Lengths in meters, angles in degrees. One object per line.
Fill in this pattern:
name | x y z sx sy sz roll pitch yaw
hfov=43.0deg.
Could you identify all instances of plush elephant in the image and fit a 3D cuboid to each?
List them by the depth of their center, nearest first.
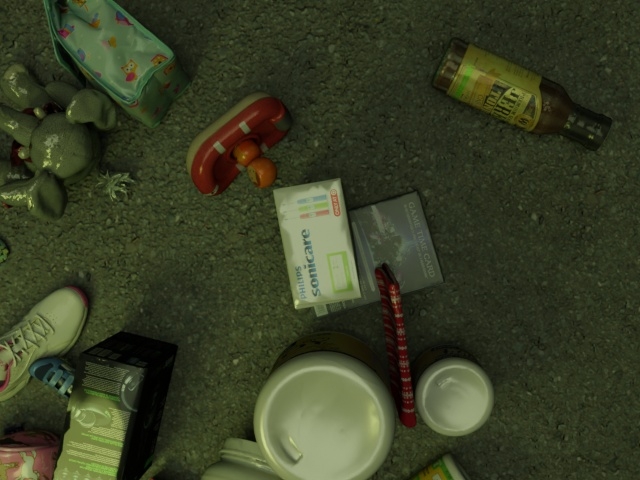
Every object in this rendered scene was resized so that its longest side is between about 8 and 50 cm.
plush elephant | -0.511 -0.183 1.519 0.330 0.255 0.271 25 81 -3

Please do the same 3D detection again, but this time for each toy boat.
toy boat | -0.140 -0.162 1.558 0.231 0.151 0.151 -38 71 5

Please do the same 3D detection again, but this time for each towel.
towel | 0.140 0.194 1.533 0.031 0.199 0.274 -8 100 -1

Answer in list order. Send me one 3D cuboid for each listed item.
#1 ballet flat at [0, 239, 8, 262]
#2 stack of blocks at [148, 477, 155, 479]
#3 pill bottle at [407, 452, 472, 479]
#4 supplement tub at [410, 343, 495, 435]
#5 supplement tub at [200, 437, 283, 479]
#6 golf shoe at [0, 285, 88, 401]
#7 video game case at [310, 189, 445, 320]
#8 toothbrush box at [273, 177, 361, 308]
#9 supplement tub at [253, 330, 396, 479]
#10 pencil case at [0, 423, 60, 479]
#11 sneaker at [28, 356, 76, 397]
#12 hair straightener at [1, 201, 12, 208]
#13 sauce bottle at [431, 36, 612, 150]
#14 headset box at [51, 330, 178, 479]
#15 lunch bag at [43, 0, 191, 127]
ballet flat | -0.729 -0.003 1.648 0.188 0.070 0.070 23 94 1
stack of blocks | -0.349 0.641 1.592 0.171 0.087 0.297 33 69 1
pill bottle | 0.192 0.541 1.594 0.246 0.136 0.136 -36 91 4
supplement tub | 0.246 0.277 1.546 0.144 0.199 0.144 0 93 2
supplement tub | -0.145 0.553 1.523 0.228 0.228 0.316 19 66 2
golf shoe | -0.586 0.215 1.616 0.115 0.140 0.306 43 93 2
video game case | 0.091 0.030 1.630 0.274 0.026 0.196 -16 92 3
toothbrush box | 0.000 0.000 1.479 0.122 0.283 0.206 -10 91 4
supplement tub | 0.013 0.297 1.492 0.241 0.331 0.241 0 93 2
pencil case | -0.607 0.576 1.627 0.167 0.160 0.386 4 94 36
sneaker | -0.512 0.277 1.621 0.144 0.059 0.053 31 100 -37
hair straightener | -0.700 -0.163 1.647 0.089 0.047 0.230 -18 92 3
sauce bottle | 0.386 -0.274 1.556 0.344 0.111 0.111 24 94 3
headset box | -0.391 0.341 1.557 0.131 0.246 0.283 14 93 3
lunch bag | -0.397 -0.354 1.534 0.262 0.223 0.160 38 86 1
